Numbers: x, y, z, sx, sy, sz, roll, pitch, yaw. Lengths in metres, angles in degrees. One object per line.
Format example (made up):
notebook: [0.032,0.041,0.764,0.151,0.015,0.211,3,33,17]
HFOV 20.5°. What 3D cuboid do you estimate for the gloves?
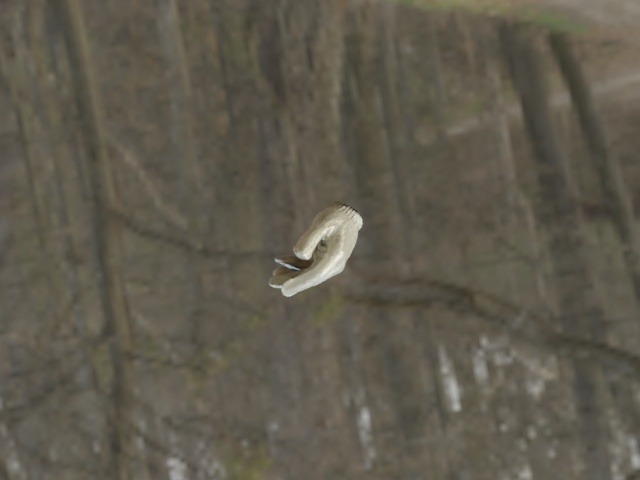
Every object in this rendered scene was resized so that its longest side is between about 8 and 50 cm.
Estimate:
gloves: [0.001,0.002,1.006,0.037,0.044,0.081,35,-113,29]
